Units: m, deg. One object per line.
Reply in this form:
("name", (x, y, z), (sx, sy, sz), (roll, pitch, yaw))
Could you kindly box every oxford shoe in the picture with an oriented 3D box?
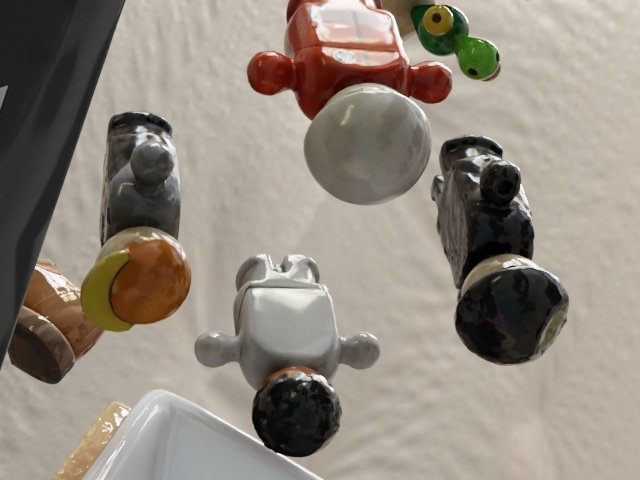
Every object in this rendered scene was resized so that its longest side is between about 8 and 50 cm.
("oxford shoe", (-0.246, 0.034, 1.205), (0.076, 0.212, 0.076), (-41, -32, -33))

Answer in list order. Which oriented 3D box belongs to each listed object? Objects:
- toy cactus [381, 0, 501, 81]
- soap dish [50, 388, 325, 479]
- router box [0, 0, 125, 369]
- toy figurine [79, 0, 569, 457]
("toy cactus", (0.086, -0.198, 1.149), (0.112, 0.180, 0.219), (-7, -112, -33))
("soap dish", (-0.057, 0.211, 0.769), (0.118, 0.229, 0.291), (-59, 0, 21))
("router box", (-0.189, 0.012, 0.537), (0.081, 0.243, 0.309), (21, -95, -35))
("toy figurine", (0.000, 0.000, 0.814), (0.213, 0.209, 0.148), (48, -161, -37))
